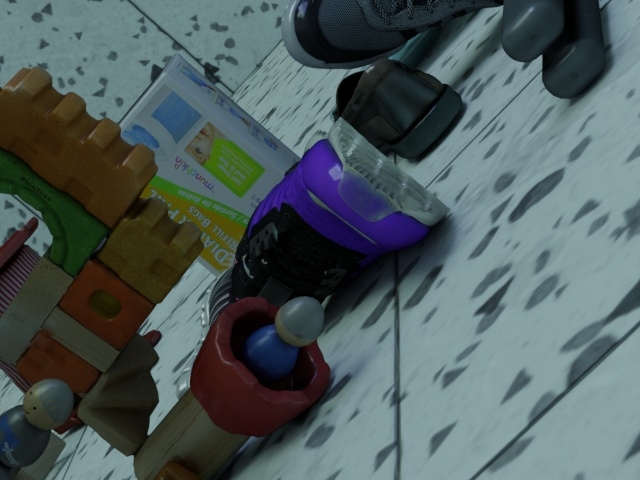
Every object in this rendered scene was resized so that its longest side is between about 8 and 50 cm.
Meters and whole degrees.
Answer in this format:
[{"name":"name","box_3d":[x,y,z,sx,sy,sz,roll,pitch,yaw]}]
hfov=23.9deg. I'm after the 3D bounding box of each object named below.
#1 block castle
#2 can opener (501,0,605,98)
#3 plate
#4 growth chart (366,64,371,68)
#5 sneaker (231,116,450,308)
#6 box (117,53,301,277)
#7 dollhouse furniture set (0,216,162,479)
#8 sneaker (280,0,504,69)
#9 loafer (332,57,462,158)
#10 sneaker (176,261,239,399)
[{"name":"block castle","box_3d":[-0.227,0.046,0.901,0.213,0.453,0.303,-50,7,36]},{"name":"can opener","box_3d":[0.183,-0.195,1.087,0.095,0.076,0.283,-45,12,24]},{"name":"plate","box_3d":[0.081,-0.194,1.643,0.188,0.024,0.188,-47,12,13]},{"name":"growth chart","box_3d":[0.111,-0.264,1.559,0.237,0.021,0.172,-54,9,22]},{"name":"sneaker","box_3d":[0.001,0.001,1.095,0.146,0.102,0.293,-51,4,-2]},{"name":"box","box_3d":[-0.088,-0.050,1.322,0.114,0.203,0.103,-48,10,13]},{"name":"dollhouse furniture set","box_3d":[-0.365,0.186,1.618,0.152,0.201,0.374,-35,17,52]},{"name":"sneaker","box_3d":[0.101,-0.228,1.301,0.268,0.101,0.153,-24,8,-20]},{"name":"loafer","box_3d":[0.055,-0.130,1.347,0.096,0.084,0.267,-50,11,-3]},{"name":"sneaker","box_3d":[-0.058,0.067,1.175,0.075,0.063,0.170,-42,18,35]}]
